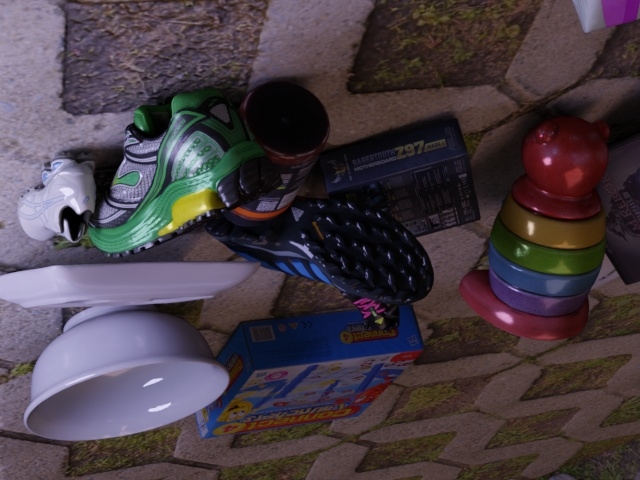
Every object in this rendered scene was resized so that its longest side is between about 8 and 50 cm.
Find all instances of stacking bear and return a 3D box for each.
[{"bbox_3d":[0.304,-0.029,1.915,0.175,0.164,0.289,-2,120,-16],"label":"stacking bear"}]

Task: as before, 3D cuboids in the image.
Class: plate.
[{"bbox_3d":[-0.254,0.058,1.832,0.278,0.045,0.277,-1,175,-31],"label":"plate"}]

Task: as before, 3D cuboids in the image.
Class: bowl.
[{"bbox_3d":[-0.289,0.174,2.088,0.298,0.134,0.298,-14,158,-6],"label":"bowl"}]

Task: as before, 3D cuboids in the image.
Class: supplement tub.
[{"bbox_3d":[-0.065,-0.092,1.671,0.106,0.106,0.198,-6,155,-22],"label":"supplement tub"}]

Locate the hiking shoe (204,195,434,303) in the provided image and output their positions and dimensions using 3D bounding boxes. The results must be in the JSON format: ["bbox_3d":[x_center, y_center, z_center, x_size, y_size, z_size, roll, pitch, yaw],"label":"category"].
[{"bbox_3d":[0.000,0.000,1.825,0.304,0.113,0.132,23,170,5],"label":"hiking shoe"}]

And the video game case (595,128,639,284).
[{"bbox_3d":[0.448,-0.053,1.910,0.026,0.196,0.274,-37,-174,-33],"label":"video game case"}]

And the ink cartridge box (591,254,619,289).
[{"bbox_3d":[0.456,0.012,2.314,0.225,0.056,0.181,-28,155,30],"label":"ink cartridge box"}]

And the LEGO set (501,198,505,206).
[{"bbox_3d":[0.342,-0.038,2.088,0.227,0.087,0.093,-21,158,-2],"label":"LEGO set"}]

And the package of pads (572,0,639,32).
[{"bbox_3d":[0.358,-0.334,1.405,0.229,0.101,0.296,-16,157,2],"label":"package of pads"}]

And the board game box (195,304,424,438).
[{"bbox_3d":[-0.027,0.221,2.424,0.308,0.086,0.302,-5,154,-24],"label":"board game box"}]

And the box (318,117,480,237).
[{"bbox_3d":[0.107,-0.067,1.892,0.183,0.059,0.232,-16,157,5],"label":"box"}]

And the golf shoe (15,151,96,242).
[{"bbox_3d":[-0.305,-0.029,1.682,0.069,0.086,0.176,-5,156,-28],"label":"golf shoe"}]

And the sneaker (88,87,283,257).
[{"bbox_3d":[-0.169,-0.079,1.628,0.134,0.146,0.343,-25,180,-37],"label":"sneaker"}]

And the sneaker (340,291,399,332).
[{"bbox_3d":[0.082,0.098,2.232,0.063,0.074,0.170,-23,156,16],"label":"sneaker"}]
